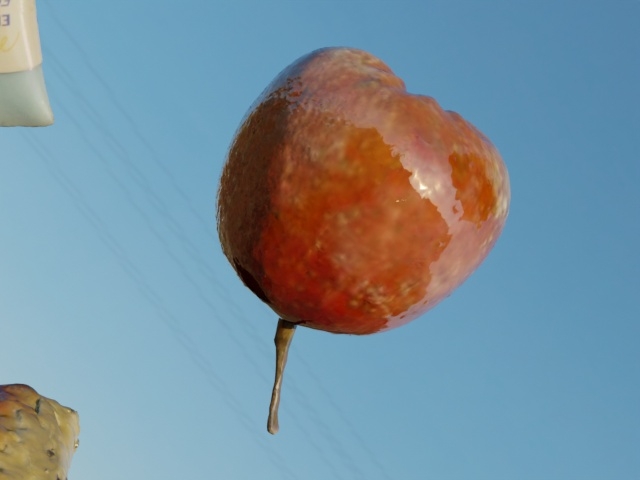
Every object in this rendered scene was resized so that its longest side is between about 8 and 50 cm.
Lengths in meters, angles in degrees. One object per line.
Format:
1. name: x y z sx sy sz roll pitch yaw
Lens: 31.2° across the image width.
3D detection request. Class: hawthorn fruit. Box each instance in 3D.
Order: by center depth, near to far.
1. hawthorn fruit: 0.016 -0.037 0.939 0.235 0.262 0.231 57 -16 26

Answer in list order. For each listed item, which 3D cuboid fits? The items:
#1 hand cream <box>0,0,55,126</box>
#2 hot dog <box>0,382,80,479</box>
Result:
1. hand cream: -0.119 -0.118 0.373 0.043 0.065 0.171 -136 -133 -60
2. hot dog: -0.460 0.327 1.299 0.365 0.367 0.196 -120 -154 -70
